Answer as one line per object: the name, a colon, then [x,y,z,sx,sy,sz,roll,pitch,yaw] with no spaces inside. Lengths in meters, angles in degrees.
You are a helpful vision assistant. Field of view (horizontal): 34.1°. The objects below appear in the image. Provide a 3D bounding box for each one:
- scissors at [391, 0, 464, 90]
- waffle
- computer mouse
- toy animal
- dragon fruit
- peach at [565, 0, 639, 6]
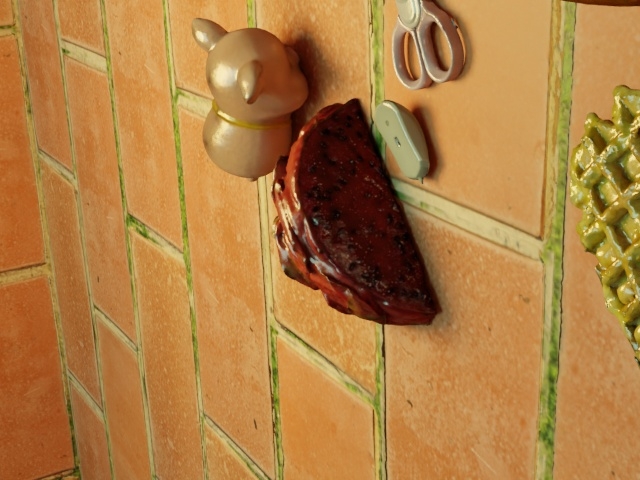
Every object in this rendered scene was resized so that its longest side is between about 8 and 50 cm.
scissors: [0.099,-0.293,1.184,0.118,0.030,0.242,-7,100,62]
waffle: [0.313,-0.001,0.898,0.262,0.060,0.280,31,127,56]
computer mouse: [0.105,-0.120,1.251,0.110,0.032,0.056,63,152,3]
toy animal: [-0.101,-0.191,1.489,0.165,0.149,0.248,37,147,29]
dragon fruit: [0.000,0.000,1.371,0.317,0.152,0.205,69,153,14]
peach: [0.193,-0.335,0.621,0.388,0.388,0.388,34,131,52]
